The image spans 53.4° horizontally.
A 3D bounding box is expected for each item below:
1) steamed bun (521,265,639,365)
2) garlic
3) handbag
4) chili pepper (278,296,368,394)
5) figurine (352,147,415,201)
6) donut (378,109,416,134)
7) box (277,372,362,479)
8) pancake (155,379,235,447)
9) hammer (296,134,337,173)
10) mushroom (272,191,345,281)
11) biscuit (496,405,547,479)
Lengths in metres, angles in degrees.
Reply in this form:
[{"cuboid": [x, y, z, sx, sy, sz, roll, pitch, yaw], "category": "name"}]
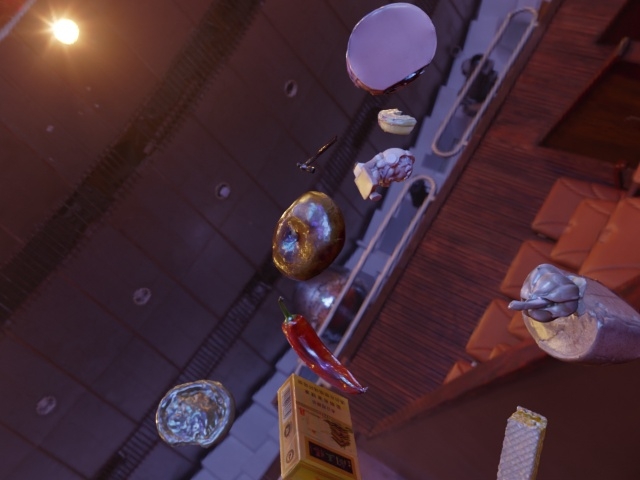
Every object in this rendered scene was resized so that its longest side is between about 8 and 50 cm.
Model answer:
[{"cuboid": [0.666, 0.216, 1.638, 0.251, 0.301, 0.199, 14, -65, -26], "category": "steamed bun"}, {"cuboid": [0.483, 0.131, 1.407, 0.194, 0.127, 0.131, -15, -62, -27], "category": "garlic"}, {"cuboid": [0.151, -0.418, 1.404, 0.205, 0.116, 0.179, -29, -76, 10], "category": "handbag"}, {"cuboid": [-0.005, 0.324, 1.892, 0.092, 0.368, 0.137, -36, -17, -38], "category": "chili pepper"}, {"cuboid": [0.232, -0.235, 2.164, 0.236, 0.141, 0.162, -25, -20, -28], "category": "figurine"}, {"cuboid": [0.258, -0.416, 2.244, 0.108, 0.166, 0.065, -6, -63, -16], "category": "donut"}, {"cuboid": [-0.006, 0.455, 1.480, 0.174, 0.274, 0.076, 29, -67, -20], "category": "box"}, {"cuboid": [-0.369, 0.508, 1.875, 0.042, 0.236, 0.223, 76, -145, -55], "category": "pancake"}, {"cuboid": [0.002, -0.273, 2.001, 0.178, 0.065, 0.021, -45, -30, -27], "category": "hammer"}, {"cuboid": [-0.013, -0.014, 1.965, 0.254, 0.267, 0.267, -11, -58, -27], "category": "mushroom"}, {"cuboid": [0.499, 0.621, 1.625, 0.054, 0.094, 0.379, -1, -77, -48], "category": "biscuit"}]
